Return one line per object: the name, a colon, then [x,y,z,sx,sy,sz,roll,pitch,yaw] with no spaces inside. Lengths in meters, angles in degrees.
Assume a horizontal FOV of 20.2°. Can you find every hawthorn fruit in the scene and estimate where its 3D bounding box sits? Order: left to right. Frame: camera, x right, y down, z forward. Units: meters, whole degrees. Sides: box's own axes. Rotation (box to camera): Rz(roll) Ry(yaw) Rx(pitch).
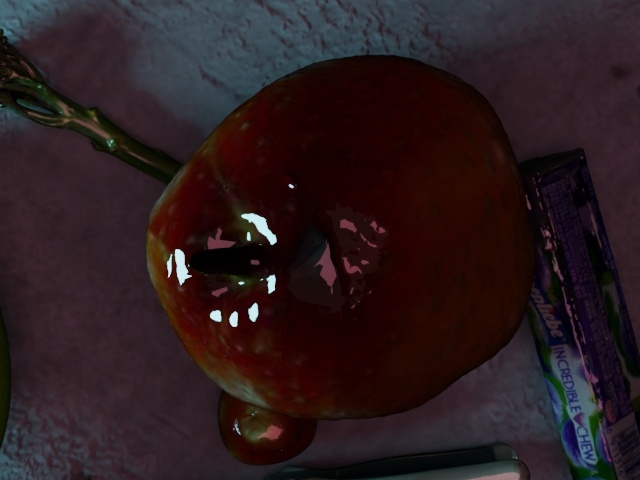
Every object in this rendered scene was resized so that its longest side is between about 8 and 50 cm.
hawthorn fruit: [0.000,0.000,1.357,0.285,0.369,0.284,3,95,31]

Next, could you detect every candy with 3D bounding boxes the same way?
candy: [0.220,0.082,1.501,0.061,0.088,0.312,-9,100,41]

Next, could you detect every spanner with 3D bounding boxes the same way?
spanner: [0.011,0.211,1.503,0.325,0.095,0.040,-7,96,-3]

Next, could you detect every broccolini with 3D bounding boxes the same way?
broccolini: [-0.199,-0.094,1.479,0.216,0.058,0.067,33,91,-6]

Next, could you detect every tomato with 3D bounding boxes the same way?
tomato: [-0.045,0.147,1.505,0.087,0.075,0.087,0,94,0]

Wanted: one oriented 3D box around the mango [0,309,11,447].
mango: [-0.340,0.082,1.440,0.192,0.156,0.343,5,85,-1]
